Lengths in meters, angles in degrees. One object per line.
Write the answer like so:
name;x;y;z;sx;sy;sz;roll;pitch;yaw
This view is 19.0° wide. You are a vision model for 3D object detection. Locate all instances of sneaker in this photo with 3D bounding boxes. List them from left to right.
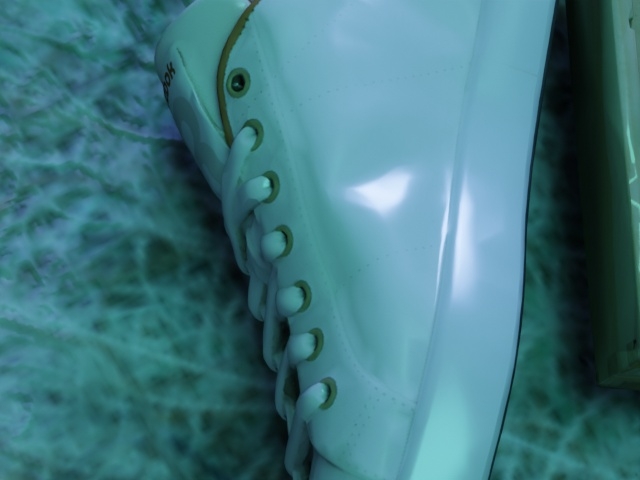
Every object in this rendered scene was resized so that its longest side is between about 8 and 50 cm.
sneaker;0.000;0.000;0.588;0.123;0.106;0.290;11;59;-3

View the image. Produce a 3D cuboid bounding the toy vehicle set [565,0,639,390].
toy vehicle set;0.216;-0.025;0.650;0.266;0.035;0.166;5;69;-15
